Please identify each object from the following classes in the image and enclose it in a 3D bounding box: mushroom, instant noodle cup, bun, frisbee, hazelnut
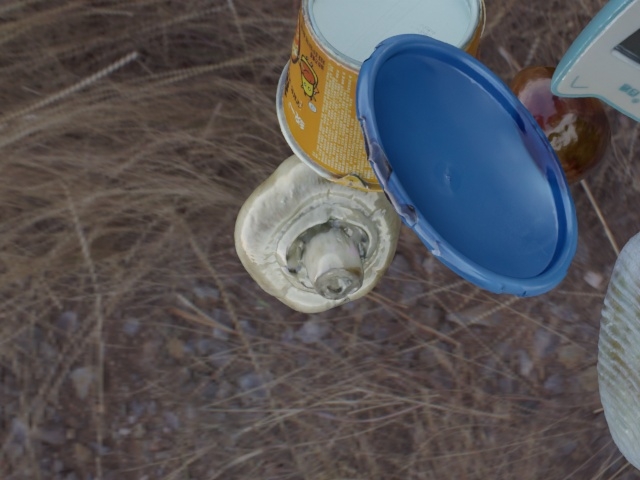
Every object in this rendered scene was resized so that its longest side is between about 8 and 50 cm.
[{"bbox_3d":[0.000,0.000,1.719,0.254,0.234,0.260,-10,118,-1],"label":"mushroom"},{"bbox_3d":[0.063,-0.178,1.120,0.215,0.172,0.216,1,63,-1],"label":"instant noodle cup"},{"bbox_3d":[0.505,0.153,1.569,0.211,0.362,0.362,2,84,-8],"label":"bun"},{"bbox_3d":[0.114,-0.059,0.938,0.045,0.242,0.242,-35,73,40],"label":"frisbee"},{"bbox_3d":[0.325,-0.162,1.660,0.178,0.204,0.178,-9,62,17],"label":"hazelnut"}]

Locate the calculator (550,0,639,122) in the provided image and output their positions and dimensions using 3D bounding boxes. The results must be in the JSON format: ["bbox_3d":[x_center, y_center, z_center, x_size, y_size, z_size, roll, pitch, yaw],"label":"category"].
[{"bbox_3d":[0.425,-0.218,1.119,0.386,0.256,0.054,-35,40,47],"label":"calculator"}]
